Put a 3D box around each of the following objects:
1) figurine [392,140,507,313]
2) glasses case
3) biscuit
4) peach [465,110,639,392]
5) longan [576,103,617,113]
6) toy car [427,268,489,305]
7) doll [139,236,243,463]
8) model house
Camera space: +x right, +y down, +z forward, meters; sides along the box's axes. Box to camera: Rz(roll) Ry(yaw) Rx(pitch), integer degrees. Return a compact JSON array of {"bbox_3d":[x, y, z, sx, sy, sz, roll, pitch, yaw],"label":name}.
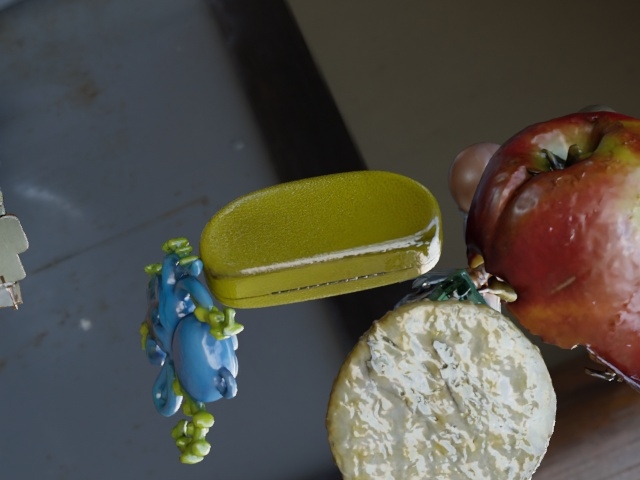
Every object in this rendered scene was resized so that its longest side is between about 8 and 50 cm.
[{"bbox_3d":[0.290,0.020,2.077,0.248,0.388,0.276,47,31,17],"label":"figurine"},{"bbox_3d":[0.000,0.000,1.815,0.141,0.371,0.173,81,-1,-57],"label":"glasses case"},{"bbox_3d":[0.110,0.160,1.078,0.033,0.219,0.220,-98,164,-80],"label":"biscuit"},{"bbox_3d":[0.395,0.038,1.594,0.339,0.353,0.417,-112,180,-67],"label":"peach"},{"bbox_3d":[0.461,-0.175,1.981,0.092,0.113,0.113,37,-24,53],"label":"longan"},{"bbox_3d":[0.160,0.161,1.652,0.141,0.097,0.320,55,36,-6],"label":"toy car"},{"bbox_3d":[-0.203,0.158,1.852,0.341,0.098,0.346,-132,-137,-52],"label":"doll"},{"bbox_3d":[-0.585,-0.063,1.934,0.326,0.169,0.244,82,-13,-47],"label":"model house"}]
